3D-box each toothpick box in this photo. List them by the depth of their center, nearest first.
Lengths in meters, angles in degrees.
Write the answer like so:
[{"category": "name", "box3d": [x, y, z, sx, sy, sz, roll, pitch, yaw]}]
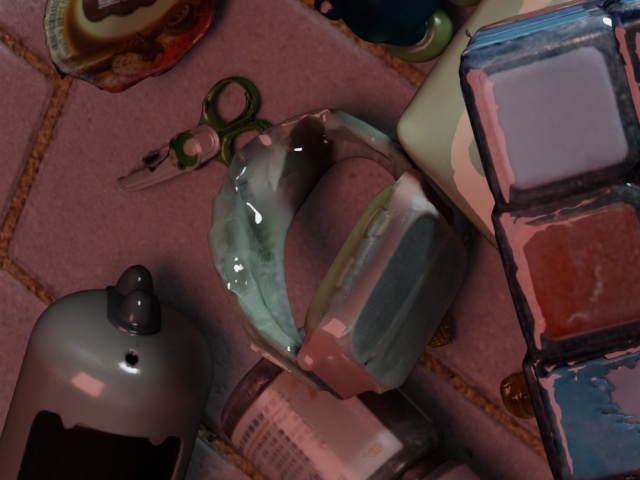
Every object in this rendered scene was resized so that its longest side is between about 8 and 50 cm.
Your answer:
[{"category": "toothpick box", "box3d": [-0.233, 0.185, 2.032, 0.229, 0.229, 0.316, 29, 116, 24]}]

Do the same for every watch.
[{"category": "watch", "box3d": [0.000, 0.000, 1.808, 0.241, 0.162, 0.253, 24, 76, 31]}]

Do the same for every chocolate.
[{"category": "chocolate", "box3d": [-0.211, -0.269, 1.922, 0.147, 0.221, 0.221, 53, 130, 44]}]

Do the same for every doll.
[{"category": "doll", "box3d": [0.008, -0.312, 1.736, 0.322, 0.186, 0.198, 41, 113, 15]}]

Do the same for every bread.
[{"category": "bread", "box3d": [0.215, 0.148, 1.819, 0.088, 0.034, 0.049, -10, 103, 35]}]

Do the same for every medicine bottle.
[{"category": "medicine bottle", "box3d": [0.042, 0.224, 1.873, 0.273, 0.165, 0.165, 47, 123, 16]}]

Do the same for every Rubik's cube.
[{"category": "Rubik's cube", "box3d": [0.314, -0.038, 1.448, 0.363, 0.362, 0.358, -16, 95, 13]}]

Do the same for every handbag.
[{"category": "handbag", "box3d": [0.224, -0.144, 1.691, 0.241, 0.109, 0.315, 48, 120, 13]}]

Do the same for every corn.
[{"category": "corn", "box3d": [0.107, 0.063, 1.864, 0.037, 0.037, 0.092, -17, 92, 36]}]

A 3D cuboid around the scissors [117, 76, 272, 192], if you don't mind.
[{"category": "scissors", "box3d": [-0.136, -0.095, 1.987, 0.204, 0.027, 0.101, -25, 86, 34]}]
